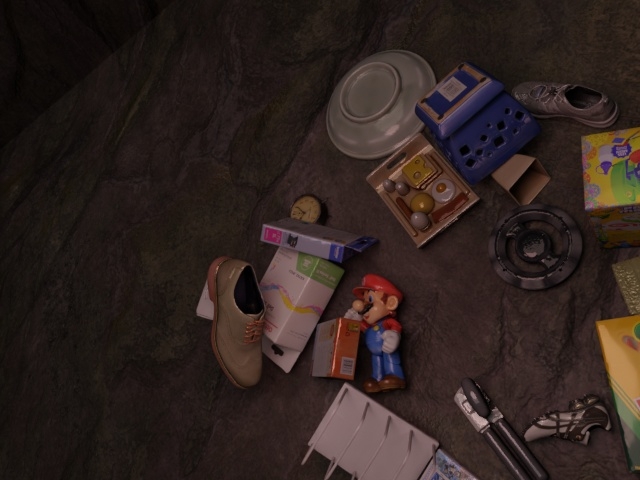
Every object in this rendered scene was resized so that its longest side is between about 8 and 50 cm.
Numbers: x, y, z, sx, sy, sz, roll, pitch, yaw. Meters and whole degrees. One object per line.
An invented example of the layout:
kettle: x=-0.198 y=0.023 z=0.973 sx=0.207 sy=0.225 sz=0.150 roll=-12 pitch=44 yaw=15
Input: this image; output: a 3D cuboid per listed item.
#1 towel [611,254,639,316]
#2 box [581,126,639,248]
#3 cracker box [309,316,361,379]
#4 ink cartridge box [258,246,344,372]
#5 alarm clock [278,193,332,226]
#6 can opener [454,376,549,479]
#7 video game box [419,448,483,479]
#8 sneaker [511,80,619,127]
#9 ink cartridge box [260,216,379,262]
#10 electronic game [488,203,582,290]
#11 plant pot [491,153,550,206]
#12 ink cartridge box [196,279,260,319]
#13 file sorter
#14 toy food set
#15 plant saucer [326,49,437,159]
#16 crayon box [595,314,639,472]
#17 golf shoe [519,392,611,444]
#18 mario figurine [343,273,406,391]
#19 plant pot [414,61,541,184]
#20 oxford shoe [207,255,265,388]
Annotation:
towel: x=0.742 y=0.102 z=1.289 sx=0.110 sy=0.027 sz=0.148 roll=-25 pitch=53 yaw=24
box: x=0.743 y=-0.112 z=1.223 sx=0.289 sy=0.279 sz=0.177 roll=-5 pitch=70 yaw=30
cracker box: x=0.038 y=0.303 z=1.557 sx=0.232 sy=0.067 sz=0.156 roll=143 pitch=138 yaw=-70
ink cartridge box: x=-0.103 y=0.195 z=1.714 sx=0.207 sy=0.119 sz=0.354 roll=25 pitch=86 yaw=50
alarm clock: x=-0.057 y=-0.084 z=1.849 sx=0.192 sy=0.064 sz=0.129 roll=1 pitch=72 yaw=29
can opener: x=0.416 y=0.456 z=1.333 sx=0.074 sy=0.093 sz=0.280 roll=-42 pitch=60 yaw=11
video game box: x=0.311 y=0.643 z=1.349 sx=0.187 sy=0.048 sz=0.205 roll=32 pitch=90 yaw=35
sneaker: x=0.641 y=-0.385 z=1.492 sx=0.281 sy=0.115 sz=0.105 roll=21 pitch=84 yaw=36
ink cartridge box: x=0.000 y=0.000 z=1.675 sx=0.311 sy=0.186 sz=0.065 roll=12 pitch=103 yaw=19
electronic game: x=0.545 y=0.015 z=1.441 sx=0.229 sy=0.048 sz=0.229 roll=-11 pitch=68 yaw=28
plant pot: x=0.521 y=-0.168 z=1.498 sx=0.109 sy=0.109 sz=0.096 roll=-51 pitch=42 yaw=5
ink cartridge box: x=-0.271 y=0.190 z=1.783 sx=0.092 sy=0.218 sz=0.159 roll=10 pitch=78 yaw=35
file sorter: x=0.120 y=0.519 z=1.363 sx=0.277 sy=0.173 sz=0.193 roll=31 pitch=97 yaw=7
toy food set: x=0.290 y=-0.149 z=1.638 sx=0.219 sy=0.092 sz=0.306 roll=-41 pitch=56 yaw=13
plant saucer: x=0.174 y=-0.461 z=1.827 sx=0.400 sy=0.100 sz=0.401 roll=-12 pitch=66 yaw=29
crayon box: x=0.790 y=0.296 z=1.142 sx=0.362 sy=0.106 sz=0.313 roll=-15 pitch=65 yaw=27
golf shoe: x=0.550 y=0.423 z=1.265 sx=0.198 sy=0.077 sz=0.094 roll=-33 pitch=58 yaw=19
mario figurine: x=0.136 y=0.246 z=1.536 sx=0.198 sy=0.170 sz=0.321 roll=-14 pitch=67 yaw=25
plant pot: x=0.405 y=-0.331 z=1.519 sx=0.236 sy=0.212 sz=0.236 roll=-41 pitch=33 yaw=14
oxford shoe: x=-0.223 y=0.244 z=1.597 sx=0.146 sy=0.140 sz=0.397 roll=2 pitch=107 yaw=49
